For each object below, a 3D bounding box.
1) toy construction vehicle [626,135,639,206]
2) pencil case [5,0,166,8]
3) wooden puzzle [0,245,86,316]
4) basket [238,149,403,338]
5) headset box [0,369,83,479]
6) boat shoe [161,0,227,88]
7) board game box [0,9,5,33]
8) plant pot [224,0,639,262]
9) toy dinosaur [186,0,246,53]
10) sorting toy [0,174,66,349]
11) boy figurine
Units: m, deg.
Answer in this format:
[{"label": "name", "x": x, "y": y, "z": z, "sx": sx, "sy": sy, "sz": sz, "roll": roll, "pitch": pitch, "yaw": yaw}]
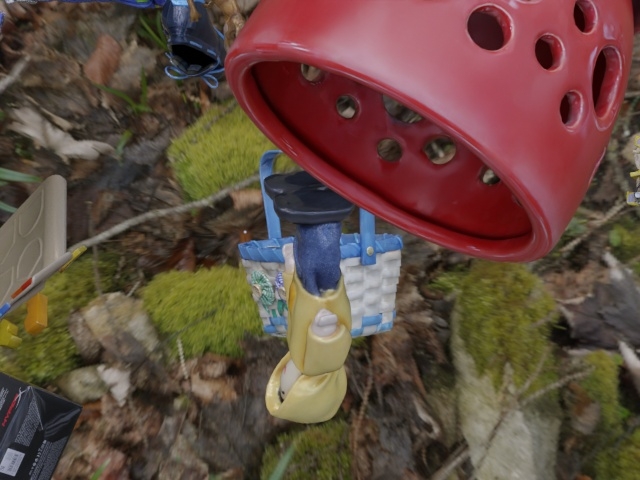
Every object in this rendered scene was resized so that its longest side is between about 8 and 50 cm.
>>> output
[{"label": "toy construction vehicle", "x": 0.380, "y": -0.084, "z": 1.197, "sx": 0.035, "sy": 0.086, "sz": 0.098, "roll": 4, "pitch": 88, "yaw": 30}, {"label": "pencil case", "x": -0.374, "y": -0.425, "z": 1.577, "sx": 0.306, "sy": 0.119, "sz": 0.133, "roll": 5, "pitch": 85, "yaw": 11}, {"label": "wooden puzzle", "x": -0.306, "y": 0.043, "z": 1.099, "sx": 0.014, "sy": 0.116, "sz": 0.078, "roll": 48, "pitch": 120, "yaw": -3}, {"label": "basket", "x": 0.000, "y": 0.000, "z": 1.498, "sx": 0.201, "sy": 0.254, "sz": 0.289, "roll": -2, "pitch": 89, "yaw": -35}, {"label": "headset box", "x": -0.522, "y": 0.298, "z": 1.524, "sx": 0.110, "sy": 0.293, "sz": 0.218, "roll": 36, "pitch": 70, "yaw": -47}, {"label": "boat shoe", "x": -0.207, "y": -0.294, "z": 1.579, "sx": 0.109, "sy": 0.258, "sz": 0.089, "roll": 2, "pitch": 79, "yaw": 11}, {"label": "board game box", "x": -0.606, "y": -0.233, "z": 1.477, "sx": 0.141, "sy": 0.291, "sz": 0.232, "roll": 16, "pitch": 83, "yaw": -39}, {"label": "plant pot", "x": 0.071, "y": -0.107, "z": 0.530, "sx": 0.191, "sy": 0.191, "sz": 0.174, "roll": 31, "pitch": 75, "yaw": -4}, {"label": "toy dinosaur", "x": -0.124, "y": -0.262, "z": 0.889, "sx": 0.064, "sy": 0.112, "sz": 0.211, "roll": -46, "pitch": 116, "yaw": -18}, {"label": "sorting toy", "x": -0.492, "y": 0.060, "z": 1.670, "sx": 0.229, "sy": 0.307, "sz": 0.041, "roll": -36, "pitch": 133, "yaw": 25}, {"label": "boy figurine", "x": -0.015, "y": 0.068, "z": 1.078, "sx": 0.092, "sy": 0.177, "sz": 0.285, "roll": -4, "pitch": 121, "yaw": -13}]
